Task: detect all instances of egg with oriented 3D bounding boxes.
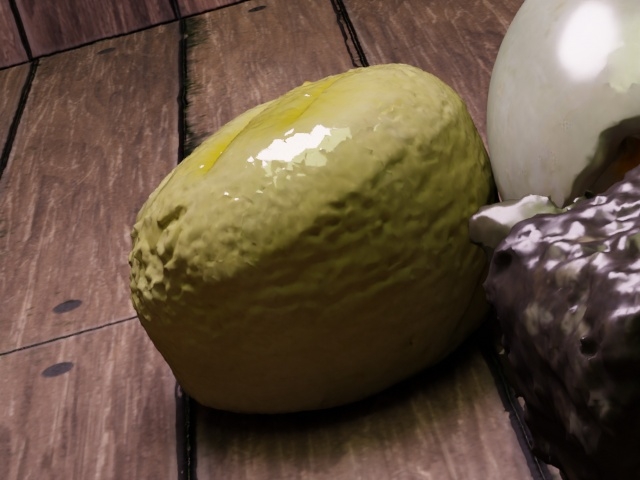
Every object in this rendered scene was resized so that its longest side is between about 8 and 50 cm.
[{"bbox_3d":[0.270,-0.106,1.484,0.278,0.278,0.336,-12,35,11],"label":"egg"}]

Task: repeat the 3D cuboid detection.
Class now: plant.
[{"bbox_3d":[0.219,0.057,1.201,0.213,0.215,0.312,-21,17,-5],"label":"plant"}]

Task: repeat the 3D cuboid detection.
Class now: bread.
[{"bbox_3d":[-0.003,-0.011,1.525,0.320,0.237,0.320,-14,18,5],"label":"bread"}]
